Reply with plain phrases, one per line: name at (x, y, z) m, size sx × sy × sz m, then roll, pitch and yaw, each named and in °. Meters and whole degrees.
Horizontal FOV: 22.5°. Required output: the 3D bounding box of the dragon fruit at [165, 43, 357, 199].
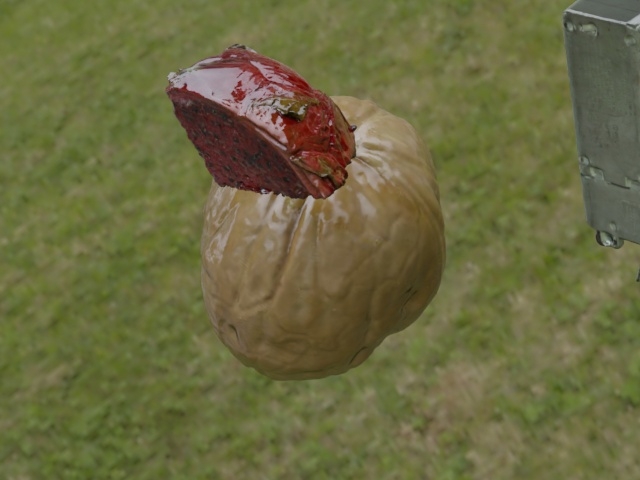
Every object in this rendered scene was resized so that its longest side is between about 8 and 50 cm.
dragon fruit at (-0.034, -0.110, 1.384) m, size 0.161 × 0.127 × 0.120 m, roll 17°, pitch 53°, yaw 46°

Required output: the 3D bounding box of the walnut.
walnut at (-0.002, -0.001, 1.702) m, size 0.251 × 0.313 × 0.277 m, roll 2°, pitch 56°, yaw -8°

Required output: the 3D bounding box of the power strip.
power strip at (0.282, -0.086, 1.477) m, size 0.053 × 0.288 × 0.093 m, roll -35°, pitch 39°, yaw -31°
